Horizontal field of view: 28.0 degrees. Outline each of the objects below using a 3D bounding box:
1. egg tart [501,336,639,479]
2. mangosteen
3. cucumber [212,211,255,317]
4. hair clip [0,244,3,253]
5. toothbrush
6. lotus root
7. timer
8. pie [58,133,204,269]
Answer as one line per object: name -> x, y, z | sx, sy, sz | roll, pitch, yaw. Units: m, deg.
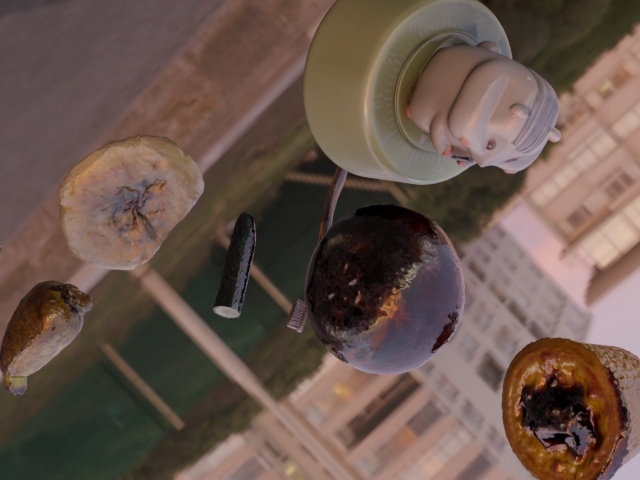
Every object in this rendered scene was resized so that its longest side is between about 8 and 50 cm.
egg tart -> 0.363, 0.228, 1.756 | 0.171, 0.215, 0.215 | -9, 156, -42
mangosteen -> 0.088, 0.066, 1.626 | 0.216, 0.216, 0.216 | -43, -179, 1
cucumber -> -0.095, 0.025, 1.475 | 0.032, 0.032, 0.133 | -42, -148, 54
hair clip -> -0.471, -0.033, 1.663 | 0.056, 0.214, 0.062 | 11, 109, -46
toothbrush -> 0.003, 0.001, 2.105 | 0.023, 0.031, 0.321 | -34, -145, 62
lotus root -> -0.416, 0.141, 1.868 | 0.190, 0.094, 0.108 | -50, -164, 11
timer -> 0.177, -0.183, 1.661 | 0.291, 0.290, 0.315 | -44, -142, -14
pie -> -0.280, -0.058, 1.822 | 0.218, 0.185, 0.052 | -51, -148, 16
